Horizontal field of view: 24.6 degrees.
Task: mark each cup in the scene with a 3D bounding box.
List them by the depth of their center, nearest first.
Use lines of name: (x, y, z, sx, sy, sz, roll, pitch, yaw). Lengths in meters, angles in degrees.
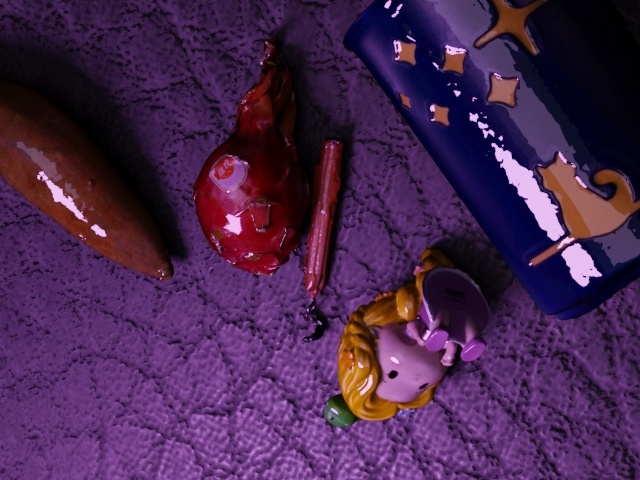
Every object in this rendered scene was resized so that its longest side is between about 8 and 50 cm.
cup: (0.181, -0.105, 1.004, 0.256, 0.178, 0.255, 55, 137, 4)

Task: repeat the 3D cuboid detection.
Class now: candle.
candle: (0.000, 0.000, 1.184, 0.026, 0.021, 0.167, 17, 105, 44)

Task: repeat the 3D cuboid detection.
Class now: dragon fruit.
dragon fruit: (-0.056, -0.066, 1.163, 0.094, 0.094, 0.190, 2, 92, 20)

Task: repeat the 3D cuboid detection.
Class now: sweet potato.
sweet potato: (-0.265, -0.079, 1.240, 0.346, 0.079, 0.108, 27, 117, 18)

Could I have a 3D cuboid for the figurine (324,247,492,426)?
figurine: (0.060, 0.076, 1.148, 0.095, 0.115, 0.156, 25, 129, -18)
